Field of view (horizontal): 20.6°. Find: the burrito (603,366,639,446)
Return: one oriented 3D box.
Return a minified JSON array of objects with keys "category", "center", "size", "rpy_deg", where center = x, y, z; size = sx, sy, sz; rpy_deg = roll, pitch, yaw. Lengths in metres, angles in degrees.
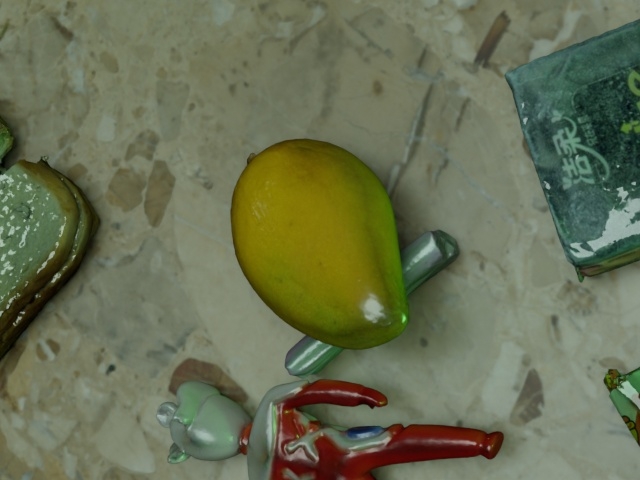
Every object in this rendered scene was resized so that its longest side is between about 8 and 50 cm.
[{"category":"burrito","center":[0.401,0.233,1.778],"size":[0.104,0.054,0.288],"rpy_deg":[-34,74,8]}]

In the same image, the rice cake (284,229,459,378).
[{"category":"rice cake","center":[0.053,0.067,1.882],"size":[0.221,0.080,0.042],"rpy_deg":[-40,77,8]}]

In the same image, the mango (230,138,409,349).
[{"category":"mango","center":[0.000,0.000,1.848],"size":[0.176,0.119,0.317],"rpy_deg":[-39,50,8]}]

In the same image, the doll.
[{"category":"doll","center":[-0.001,0.233,1.873],"size":[0.384,0.099,0.188],"rpy_deg":[14,105,14]}]

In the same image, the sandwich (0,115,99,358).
[{"category":"sandwich","center":[-0.409,-0.017,2.022],"size":[0.273,0.095,0.249],"rpy_deg":[41,93,17]}]

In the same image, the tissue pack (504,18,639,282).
[{"category":"tissue pack","center":[0.371,-0.118,1.789],"size":[0.315,0.103,0.228],"rpy_deg":[-22,69,12]}]
